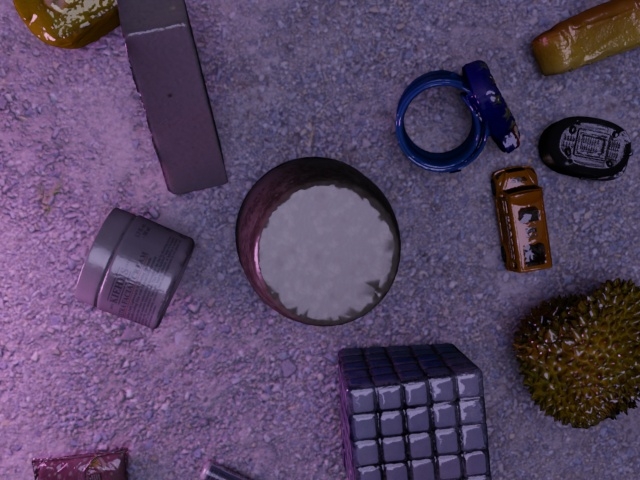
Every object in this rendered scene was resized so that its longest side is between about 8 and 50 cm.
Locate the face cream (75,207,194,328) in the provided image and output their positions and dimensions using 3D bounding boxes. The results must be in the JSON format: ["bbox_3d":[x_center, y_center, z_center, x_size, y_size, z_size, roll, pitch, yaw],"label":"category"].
[{"bbox_3d":[-0.319,0.050,1.296,0.153,0.177,0.177,22,93,-6],"label":"face cream"}]

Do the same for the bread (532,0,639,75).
[{"bbox_3d":[0.506,-0.379,1.353,0.245,0.102,0.094,-21,103,0],"label":"bread"}]

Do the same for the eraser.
[{"bbox_3d":[-0.250,-0.251,1.270,0.111,0.077,0.352,-13,125,-4],"label":"eraser"}]

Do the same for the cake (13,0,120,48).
[{"bbox_3d":[-0.396,-0.451,1.258,0.260,0.156,0.179,-32,98,1],"label":"cake"}]

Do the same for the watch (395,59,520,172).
[{"bbox_3d":[0.237,-0.213,1.329,0.200,0.171,0.196,-24,98,13],"label":"watch"}]

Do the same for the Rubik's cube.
[{"bbox_3d":[0.158,0.324,1.321,0.237,0.237,0.238,-5,96,-4],"label":"Rubik's cube"}]

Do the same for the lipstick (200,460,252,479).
[{"bbox_3d":[-0.159,0.463,1.412,0.141,0.040,0.040,28,93,-6],"label":"lipstick"}]

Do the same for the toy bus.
[{"bbox_3d":[0.375,-0.040,1.377,0.083,0.088,0.194,-11,96,-2],"label":"toy bus"}]

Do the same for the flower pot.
[{"bbox_3d":[0.000,0.000,1.238,0.293,0.330,0.294,0,93,-5],"label":"flower pot"}]

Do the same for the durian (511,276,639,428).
[{"bbox_3d":[0.490,0.193,1.335,0.293,0.258,0.258,-32,96,-6],"label":"durian"}]

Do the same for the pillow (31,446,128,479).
[{"bbox_3d":[-0.443,0.446,1.392,0.185,0.043,0.118,-5,102,0],"label":"pillow"}]

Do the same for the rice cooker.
[{"bbox_3d":[0.488,-0.169,1.367,0.165,0.106,0.112,10,91,6],"label":"rice cooker"}]
